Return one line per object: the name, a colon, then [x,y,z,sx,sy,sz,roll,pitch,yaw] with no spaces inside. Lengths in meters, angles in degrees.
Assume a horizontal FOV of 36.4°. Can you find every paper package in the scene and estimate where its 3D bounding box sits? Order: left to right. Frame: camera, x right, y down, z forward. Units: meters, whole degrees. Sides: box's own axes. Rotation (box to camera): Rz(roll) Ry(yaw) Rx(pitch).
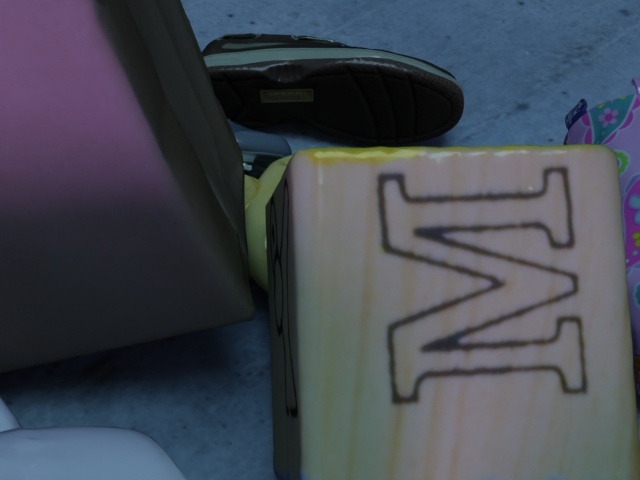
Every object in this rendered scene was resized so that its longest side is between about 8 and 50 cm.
paper package: [-0.232,-0.061,0.606,0.325,0.309,0.168,-12,46,7]

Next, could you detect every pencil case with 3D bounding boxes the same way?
pencil case: [0.281,-0.003,0.789,0.124,0.124,0.284,3,49,-5]

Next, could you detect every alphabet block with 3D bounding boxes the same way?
alphabet block: [0.069,0.054,0.614,0.194,0.192,0.197,-1,83,-10]

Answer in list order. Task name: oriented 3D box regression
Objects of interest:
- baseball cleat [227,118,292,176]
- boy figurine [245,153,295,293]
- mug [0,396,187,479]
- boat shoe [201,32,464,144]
baseball cleat: [-0.126,-0.112,0.851,0.206,0.072,0.109,4,79,-4]
boy figurine: [0.000,0.000,0.770,0.285,0.092,0.177,7,48,0]
mug: [-0.209,0.192,0.417,0.328,0.276,0.374,-26,67,-22]
boat shoe: [0.005,-0.156,0.913,0.258,0.095,0.095,6,42,-1]
